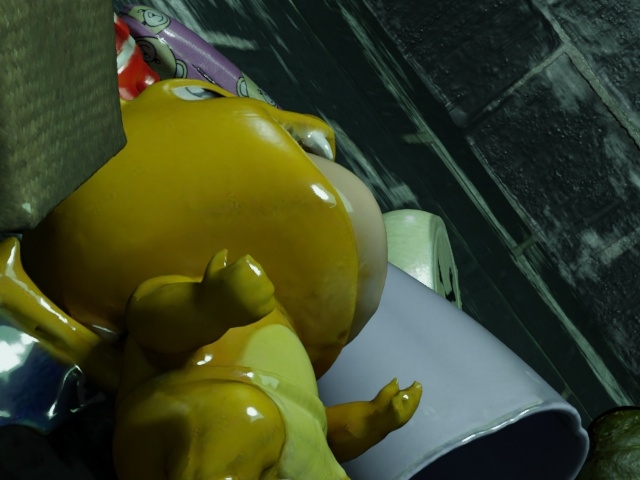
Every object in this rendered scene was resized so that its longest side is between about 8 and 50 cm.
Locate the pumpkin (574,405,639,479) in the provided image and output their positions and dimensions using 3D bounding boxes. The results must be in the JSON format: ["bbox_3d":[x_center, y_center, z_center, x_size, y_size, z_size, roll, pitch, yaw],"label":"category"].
[{"bbox_3d":[0.457,0.410,1.565,0.325,0.242,0.232,52,47,-17],"label":"pumpkin"}]

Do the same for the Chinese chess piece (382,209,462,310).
[{"bbox_3d":[0.108,0.076,1.320,0.238,0.092,0.237,-8,90,-76],"label":"Chinese chess piece"}]

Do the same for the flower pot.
[{"bbox_3d":[0.050,0.152,0.962,0.243,0.265,0.265,50,14,34],"label":"flower pot"}]

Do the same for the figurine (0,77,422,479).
[{"bbox_3d":[-0.102,0.054,0.732,0.401,0.268,0.387,29,32,-41],"label":"figurine"}]

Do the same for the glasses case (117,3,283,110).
[{"bbox_3d":[-0.117,-0.171,1.354,0.316,0.076,0.123,39,-3,-33],"label":"glasses case"}]

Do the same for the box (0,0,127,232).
[{"bbox_3d":[-0.253,-0.100,0.599,0.184,0.273,0.143,-66,156,-67],"label":"box"}]

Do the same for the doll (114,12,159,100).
[{"bbox_3d":[-0.259,-0.231,1.164,0.245,0.076,0.142,48,28,-27],"label":"doll"}]
